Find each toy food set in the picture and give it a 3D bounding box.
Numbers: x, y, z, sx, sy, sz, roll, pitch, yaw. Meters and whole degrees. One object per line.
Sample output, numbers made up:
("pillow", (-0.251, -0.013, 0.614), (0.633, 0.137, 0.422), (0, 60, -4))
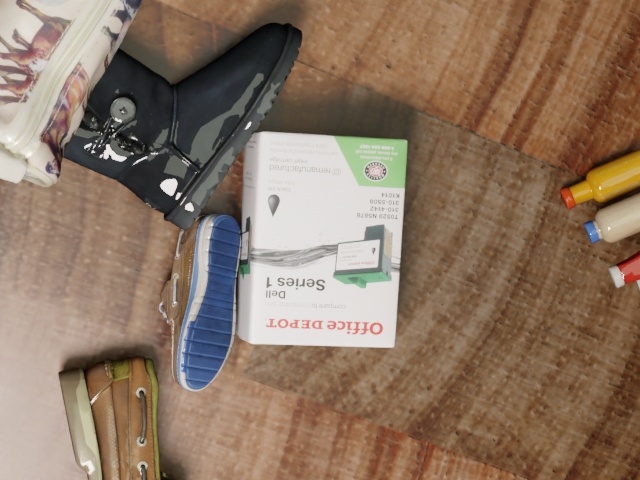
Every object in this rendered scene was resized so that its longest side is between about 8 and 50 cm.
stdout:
("toy food set", (0.353, 0.028, 1.711), (0.105, 0.111, 0.232), (-23, 100, 2))

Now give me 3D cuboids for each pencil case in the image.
("pencil case", (-0.225, -0.238, 1.450), (0.160, 0.183, 0.410), (36, 76, -29))

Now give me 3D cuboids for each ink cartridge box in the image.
("ink cartridge box", (0.000, 0.000, 1.633), (0.160, 0.092, 0.219), (2, 93, -13))

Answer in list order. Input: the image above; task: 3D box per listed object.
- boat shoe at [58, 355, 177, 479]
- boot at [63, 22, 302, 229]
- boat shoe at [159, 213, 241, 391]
("boat shoe", (-0.184, 0.271, 1.602), (0.104, 0.111, 0.307), (-12, 97, -11))
("boot", (-0.160, -0.160, 1.583), (0.207, 0.094, 0.246), (33, 89, -15))
("boat shoe", (-0.127, 0.064, 1.620), (0.066, 0.066, 0.183), (22, 75, -46))
